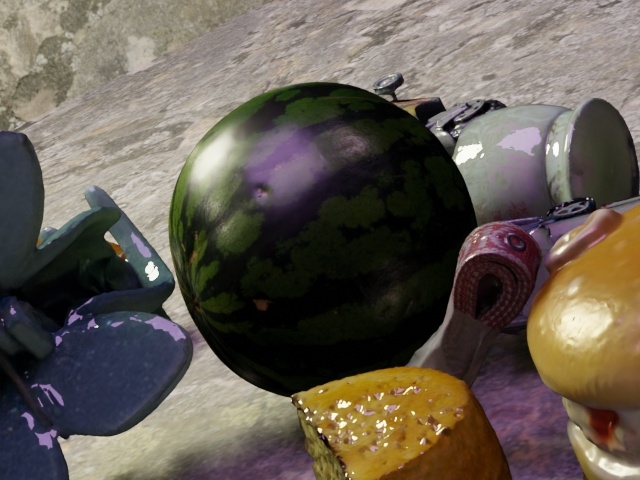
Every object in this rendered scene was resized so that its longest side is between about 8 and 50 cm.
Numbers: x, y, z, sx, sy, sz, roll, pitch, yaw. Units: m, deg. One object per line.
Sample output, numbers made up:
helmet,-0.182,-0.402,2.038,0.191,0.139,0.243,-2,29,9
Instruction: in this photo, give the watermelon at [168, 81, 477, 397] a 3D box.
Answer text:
watermelon,0.000,0.000,1.688,0.285,0.285,0.285,-21,18,7

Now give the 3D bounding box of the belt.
belt,0.106,0.083,1.461,0.071,0.232,0.053,23,37,4

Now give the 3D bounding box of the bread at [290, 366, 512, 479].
bread,0.065,0.169,1.362,0.139,0.143,0.229,-26,21,-6

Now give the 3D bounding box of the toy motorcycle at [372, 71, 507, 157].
toy motorcycle,0.074,-0.109,2.196,0.307,0.108,0.173,-4,32,50

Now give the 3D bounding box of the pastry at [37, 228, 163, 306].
pastry,-0.279,0.082,1.991,0.229,0.100,0.218,26,54,12

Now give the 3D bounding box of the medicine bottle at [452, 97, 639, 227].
medicine bottle,0.218,-0.059,1.816,0.143,0.147,0.147,-4,26,36

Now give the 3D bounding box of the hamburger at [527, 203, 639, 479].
hamburger,0.299,0.052,1.353,0.303,0.186,0.261,-22,19,-3

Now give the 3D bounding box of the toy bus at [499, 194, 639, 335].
toy bus,0.276,0.007,1.580,0.317,0.112,0.138,-16,1,28

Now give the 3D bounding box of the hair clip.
hair clip,-0.280,0.098,1.669,0.318,0.392,0.238,-42,-9,5
